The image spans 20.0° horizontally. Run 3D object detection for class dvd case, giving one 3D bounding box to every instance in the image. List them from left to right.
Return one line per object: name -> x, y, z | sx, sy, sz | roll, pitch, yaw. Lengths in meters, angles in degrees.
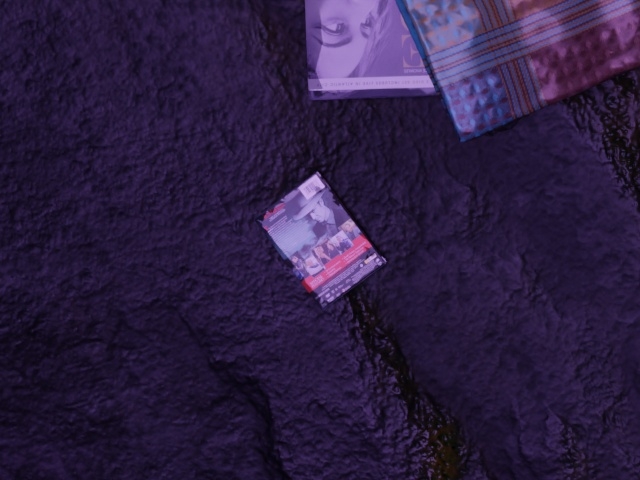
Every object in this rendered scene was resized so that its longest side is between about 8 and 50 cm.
dvd case -> 0.000, 0.000, 1.876 | 0.087, 0.013, 0.119 | -37, 92, 15
dvd case -> 0.064, -0.253, 1.818 | 0.164, 0.018, 0.221 | -1, 99, 11

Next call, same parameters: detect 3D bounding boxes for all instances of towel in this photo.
towel -> 0.173, -0.309, 1.732 | 0.271, 0.040, 0.370 | -23, 92, 26

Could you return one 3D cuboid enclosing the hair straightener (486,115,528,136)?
hair straightener -> 0.201, -0.211, 1.791 | 0.089, 0.047, 0.230 | 28, 109, 15
